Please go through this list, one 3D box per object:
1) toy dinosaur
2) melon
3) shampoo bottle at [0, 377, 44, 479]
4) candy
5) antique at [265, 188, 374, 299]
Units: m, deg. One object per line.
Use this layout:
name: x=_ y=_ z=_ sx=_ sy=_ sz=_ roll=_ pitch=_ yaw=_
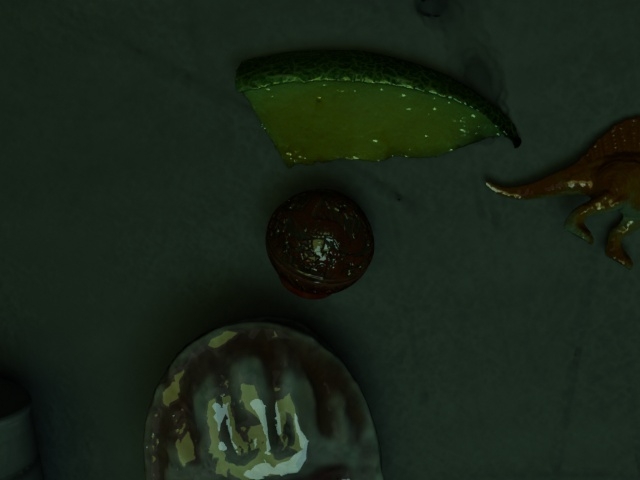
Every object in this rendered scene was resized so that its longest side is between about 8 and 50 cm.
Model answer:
toy dinosaur: x=0.270 y=-0.056 z=0.820 sx=0.212 sy=0.057 sz=0.142 roll=28 pitch=93 yaw=0
melon: x=0.050 y=-0.109 z=0.841 sx=0.262 sy=0.053 sz=0.114 roll=7 pitch=111 yaw=7
shampoo bottle: x=-0.393 y=0.259 z=0.868 sx=0.273 sy=0.273 sz=0.266 roll=8 pitch=95 yaw=6
candy: x=-0.051 y=0.211 z=0.871 sx=0.214 sy=0.157 sz=0.289 roll=-9 pitch=94 yaw=-5
antique: x=0.000 y=0.000 z=0.846 sx=0.104 sy=0.104 sz=0.104 roll=2 pitch=102 yaw=8
